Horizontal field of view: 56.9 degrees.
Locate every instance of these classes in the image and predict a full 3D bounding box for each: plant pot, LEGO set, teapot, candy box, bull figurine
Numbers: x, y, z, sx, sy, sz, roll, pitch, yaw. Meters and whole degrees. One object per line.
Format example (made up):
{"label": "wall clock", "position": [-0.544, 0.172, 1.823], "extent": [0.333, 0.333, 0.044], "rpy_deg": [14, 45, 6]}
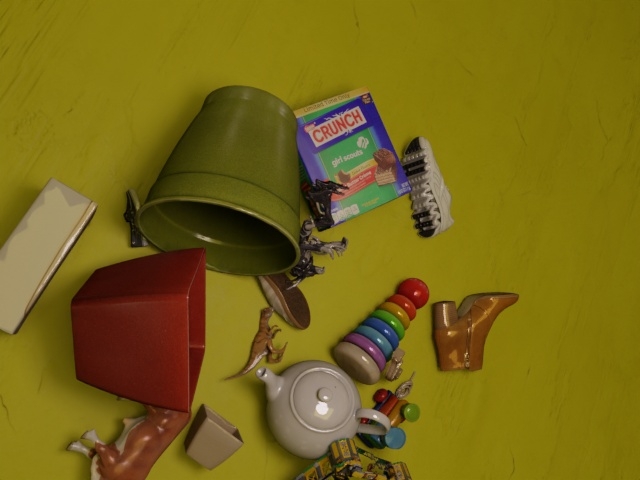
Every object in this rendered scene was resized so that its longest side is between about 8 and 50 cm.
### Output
{"label": "plant pot", "position": [-0.195, -0.151, 1.375], "extent": [0.366, 0.366, 0.353], "rpy_deg": [21, 62, -20]}
{"label": "LEGO set", "position": [0.090, 0.626, 1.369], "extent": [0.254, 0.192, 0.331], "rpy_deg": [-35, 130, 11]}
{"label": "teapot", "position": [-0.001, 0.392, 1.405], "extent": [0.255, 0.187, 0.253], "rpy_deg": [-18, 68, -25]}
{"label": "plant pot", "position": [-0.375, 0.175, 1.245], "extent": [0.235, 0.267, 0.268], "rpy_deg": [3, 108, -5]}
{"label": "plant pot", "position": [-0.255, 0.460, 1.367], "extent": [0.109, 0.109, 0.096], "rpy_deg": [41, 81, -13]}
{"label": "candy box", "position": [0.060, -0.221, 1.594], "extent": [0.268, 0.122, 0.317], "rpy_deg": [-25, 91, -21]}
{"label": "bull figurine", "position": [-0.418, 0.449, 1.280], "extent": [0.188, 0.101, 0.310], "rpy_deg": [46, 53, -10]}

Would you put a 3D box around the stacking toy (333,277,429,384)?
{"label": "stacking toy", "position": [0.183, 0.221, 1.587], "extent": [0.141, 0.141, 0.330], "rpy_deg": [49, 62, -10]}

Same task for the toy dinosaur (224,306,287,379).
{"label": "toy dinosaur", "position": [-0.147, 0.273, 1.474], "extent": [0.112, 0.064, 0.212], "rpy_deg": [20, 65, 0]}

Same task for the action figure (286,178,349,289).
{"label": "action figure", "position": [0.000, 0.000, 1.435], "extent": [0.140, 0.164, 0.276], "rpy_deg": [17, 106, -1]}

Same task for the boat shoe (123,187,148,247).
{"label": "boat shoe", "position": [-0.439, -0.052, 1.389], "extent": [0.040, 0.049, 0.142], "rpy_deg": [-13, 90, -25]}

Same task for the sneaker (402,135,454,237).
{"label": "sneaker", "position": [0.318, -0.158, 1.723], "extent": [0.118, 0.110, 0.292], "rpy_deg": [-13, 96, -33]}

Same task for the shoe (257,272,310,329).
{"label": "shoe", "position": [-0.099, 0.136, 1.514], "extent": [0.076, 0.058, 0.219], "rpy_deg": [-42, 104, -44]}

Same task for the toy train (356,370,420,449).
{"label": "toy train", "position": [0.213, 0.438, 1.553], "extent": [0.105, 0.143, 0.248], "rpy_deg": [48, 67, -11]}

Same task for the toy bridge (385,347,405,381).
{"label": "toy bridge", "position": [0.192, 0.335, 1.547], "extent": [0.026, 0.188, 0.063], "rpy_deg": [29, 69, 19]}

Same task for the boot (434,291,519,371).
{"label": "boot", "position": [0.460, 0.267, 1.725], "extent": [0.294, 0.104, 0.212], "rpy_deg": [-8, 90, -20]}

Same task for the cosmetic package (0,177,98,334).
{"label": "cosmetic package", "position": [-0.604, 0.035, 1.241], "extent": [0.113, 0.160, 0.310], "rpy_deg": [32, 72, -17]}
